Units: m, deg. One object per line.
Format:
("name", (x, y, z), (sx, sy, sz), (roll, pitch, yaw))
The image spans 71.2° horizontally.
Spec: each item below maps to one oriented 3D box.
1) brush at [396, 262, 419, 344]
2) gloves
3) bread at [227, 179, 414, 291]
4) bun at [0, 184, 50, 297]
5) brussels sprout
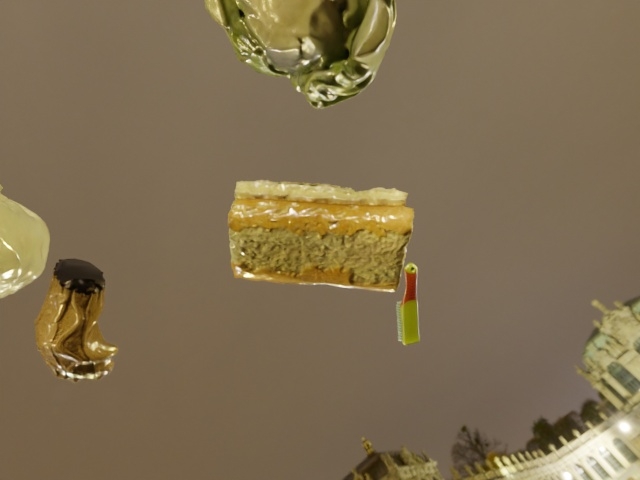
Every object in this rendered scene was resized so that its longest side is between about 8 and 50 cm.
("brush", (0.086, 0.061, 0.445), (0.019, 0.021, 0.083), (-7, -79, -23))
("gloves", (-0.591, 0.208, 1.066), (0.156, 0.203, 0.356), (-16, -50, -39))
("bread", (0.000, 0.000, 0.967), (0.376, 0.165, 0.236), (3, -47, 1))
("bun", (-0.390, 0.017, 0.433), (0.230, 0.145, 0.229), (-25, -6, -3))
("brussels sprout", (-0.022, -0.508, 0.960), (0.342, 0.425, 0.361), (-48, 1, 31))
